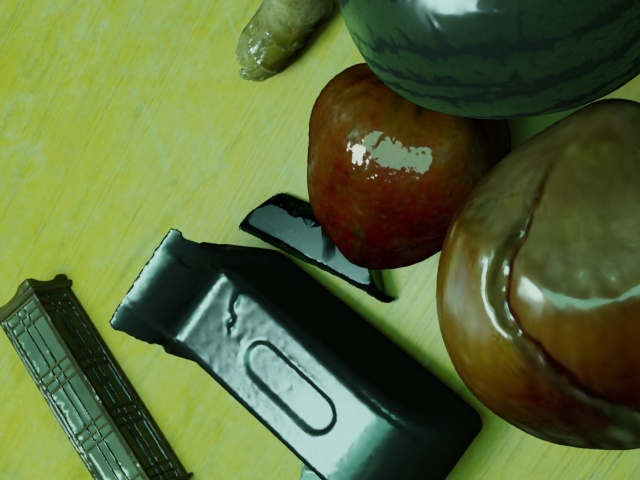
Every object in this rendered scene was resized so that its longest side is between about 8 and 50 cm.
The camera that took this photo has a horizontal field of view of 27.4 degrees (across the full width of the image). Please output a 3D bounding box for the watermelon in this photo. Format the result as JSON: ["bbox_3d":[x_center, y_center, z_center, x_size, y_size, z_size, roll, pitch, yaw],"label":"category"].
[{"bbox_3d":[0.187,-0.252,1.215,0.359,0.279,0.279,-3,92,31],"label":"watermelon"}]

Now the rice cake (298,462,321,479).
[{"bbox_3d":[0.048,0.291,1.563,0.170,0.029,0.033,2,101,27],"label":"rice cake"}]

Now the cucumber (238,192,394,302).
[{"bbox_3d":[0.000,0.000,1.560,0.220,0.046,0.070,26,97,20],"label":"cucumber"}]

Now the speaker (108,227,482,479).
[{"bbox_3d":[-0.031,0.158,1.490,0.388,0.184,0.180,38,103,21],"label":"speaker"}]

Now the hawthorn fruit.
[{"bbox_3d":[0.083,-0.071,1.431,0.224,0.224,0.261,33,124,20],"label":"hawthorn fruit"}]

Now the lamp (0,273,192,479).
[{"bbox_3d":[-0.298,0.200,1.690,0.090,0.089,0.325,-39,76,24],"label":"lamp"}]

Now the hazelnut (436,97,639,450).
[{"bbox_3d":[0.293,0.045,1.282,0.372,0.315,0.372,13,127,18],"label":"hazelnut"}]

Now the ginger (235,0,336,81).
[{"bbox_3d":[-0.038,-0.260,1.522,0.069,0.095,0.190,49,131,13],"label":"ginger"}]
